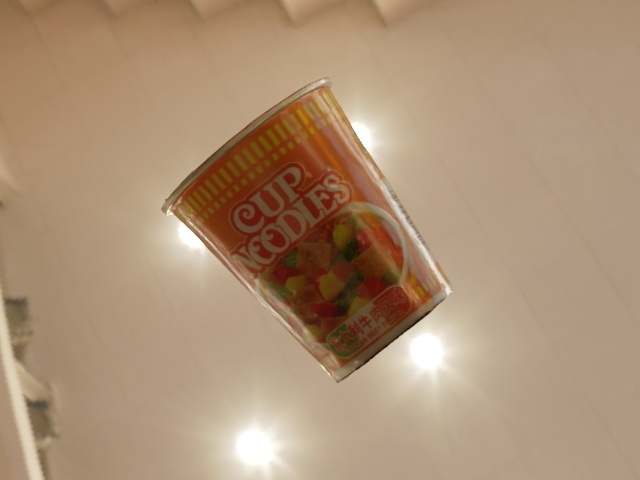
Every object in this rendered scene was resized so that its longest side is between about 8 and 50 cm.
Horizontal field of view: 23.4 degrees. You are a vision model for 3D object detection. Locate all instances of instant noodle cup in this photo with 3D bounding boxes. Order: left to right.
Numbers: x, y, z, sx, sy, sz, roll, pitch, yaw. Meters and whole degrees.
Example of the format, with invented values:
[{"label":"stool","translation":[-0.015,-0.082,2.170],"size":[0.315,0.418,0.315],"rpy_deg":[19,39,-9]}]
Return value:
[{"label":"instant noodle cup","translation":[0.000,0.000,1.154],"size":[0.168,0.168,0.185],"rpy_deg":[-37,-93,-6]}]
